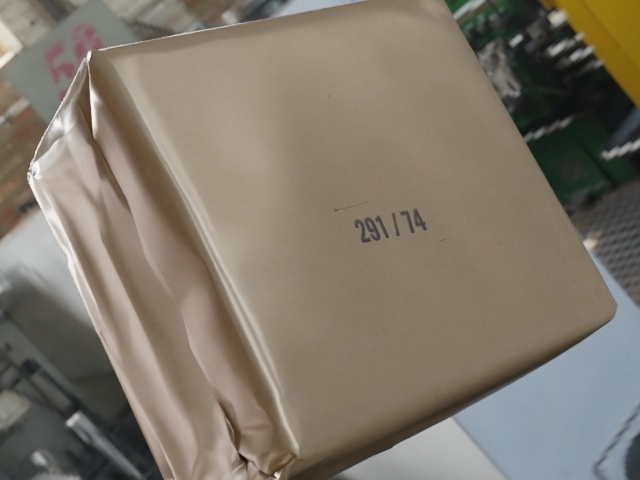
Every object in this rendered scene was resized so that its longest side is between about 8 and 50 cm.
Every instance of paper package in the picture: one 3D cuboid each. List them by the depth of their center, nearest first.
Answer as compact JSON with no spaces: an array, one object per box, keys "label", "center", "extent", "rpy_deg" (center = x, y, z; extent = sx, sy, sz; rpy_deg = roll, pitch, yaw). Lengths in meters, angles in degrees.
[{"label":"paper package","center":[0.000,0.000,0.943],"extent":[0.325,0.309,0.168],"rpy_deg":[-18,-14,-38]}]
